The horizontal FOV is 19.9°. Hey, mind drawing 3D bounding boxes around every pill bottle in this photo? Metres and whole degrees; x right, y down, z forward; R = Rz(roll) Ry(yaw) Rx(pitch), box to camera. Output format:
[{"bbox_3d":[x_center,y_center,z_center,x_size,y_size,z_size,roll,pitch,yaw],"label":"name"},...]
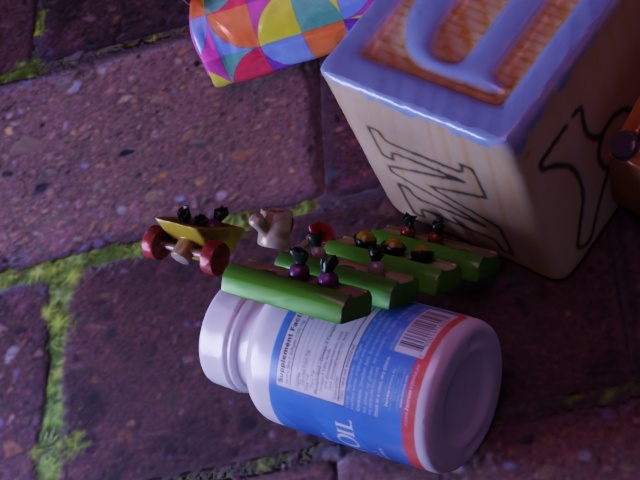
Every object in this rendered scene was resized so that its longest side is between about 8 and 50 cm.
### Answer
[{"bbox_3d":[0.020,0.097,1.432,0.221,0.124,0.124,14,63,31],"label":"pill bottle"}]

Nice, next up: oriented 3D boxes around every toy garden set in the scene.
[{"bbox_3d":[0.000,0.000,1.449,0.204,0.244,0.049,14,105,31],"label":"toy garden set"}]

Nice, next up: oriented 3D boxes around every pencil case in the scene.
[{"bbox_3d":[-0.011,-0.219,1.687,0.236,0.104,0.104,-13,53,13],"label":"pencil case"}]

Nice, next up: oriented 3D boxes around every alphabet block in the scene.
[{"bbox_3d":[0.150,-0.117,1.480,0.193,0.197,0.192,27,70,35],"label":"alphabet block"}]

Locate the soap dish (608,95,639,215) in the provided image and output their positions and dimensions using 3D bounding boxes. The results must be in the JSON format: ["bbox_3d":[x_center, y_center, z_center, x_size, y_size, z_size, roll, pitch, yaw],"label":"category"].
[{"bbox_3d":[0.368,-0.121,1.383,0.229,0.118,0.291,30,93,40],"label":"soap dish"}]
